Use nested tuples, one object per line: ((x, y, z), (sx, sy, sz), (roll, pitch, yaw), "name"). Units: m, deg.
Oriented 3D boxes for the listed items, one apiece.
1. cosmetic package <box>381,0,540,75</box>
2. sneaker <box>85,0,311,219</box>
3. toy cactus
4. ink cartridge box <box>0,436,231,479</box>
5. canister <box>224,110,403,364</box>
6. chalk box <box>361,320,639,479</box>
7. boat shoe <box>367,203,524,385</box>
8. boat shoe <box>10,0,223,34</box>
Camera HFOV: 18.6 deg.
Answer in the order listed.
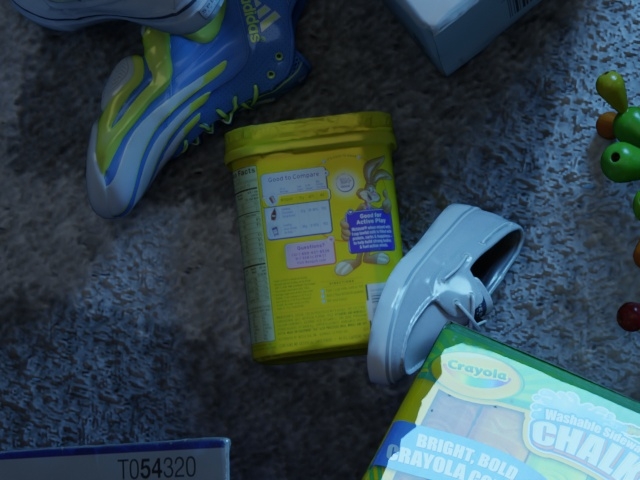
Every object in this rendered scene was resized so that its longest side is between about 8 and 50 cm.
((0.049, -0.339, 1.431), (0.217, 0.156, 0.385), (-40, 79, 2), "cosmetic package")
((-0.082, -0.115, 1.445), (0.126, 0.091, 0.240), (20, 83, 10), "sneaker")
((0.282, -0.041, 1.394), (0.180, 0.112, 0.219), (3, 78, -11), "toy cactus")
((-0.155, 0.305, 1.319), (0.324, 0.071, 0.330), (-8, 78, 40), "ink cartridge box")
((0.000, 0.000, 1.424), (0.126, 0.073, 0.170), (-7, 81, 5), "canister")
((0.121, 0.190, 1.295), (0.180, 0.179, 0.289), (22, 50, 10), "chalk box")
((0.091, 0.040, 1.369), (0.063, 0.184, 0.066), (11, 123, 24), "boat shoe")
((-0.164, -0.203, 1.426), (0.226, 0.076, 0.083), (8, 65, 42), "boat shoe")
